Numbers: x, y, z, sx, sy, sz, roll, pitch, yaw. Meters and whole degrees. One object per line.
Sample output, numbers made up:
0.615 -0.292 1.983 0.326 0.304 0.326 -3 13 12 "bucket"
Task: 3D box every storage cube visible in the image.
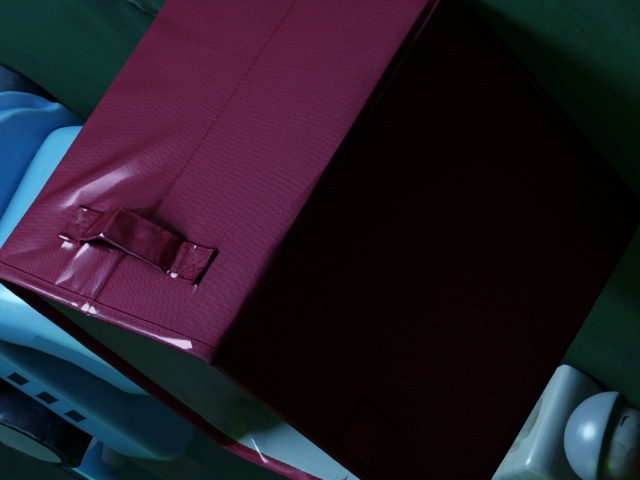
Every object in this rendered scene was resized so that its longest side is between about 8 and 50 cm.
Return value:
0.000 0.000 0.875 0.183 0.193 0.215 17 160 48 "storage cube"

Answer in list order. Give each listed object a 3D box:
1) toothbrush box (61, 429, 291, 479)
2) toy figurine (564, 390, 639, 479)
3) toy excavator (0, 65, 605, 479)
-0.066 0.158 1.568 0.295 0.216 0.126 30 168 2 "toothbrush box"
0.209 0.214 1.155 0.148 0.213 0.209 13 166 20 "toy figurine"
-0.078 0.059 1.305 0.433 0.222 0.445 38 157 -32 "toy excavator"
